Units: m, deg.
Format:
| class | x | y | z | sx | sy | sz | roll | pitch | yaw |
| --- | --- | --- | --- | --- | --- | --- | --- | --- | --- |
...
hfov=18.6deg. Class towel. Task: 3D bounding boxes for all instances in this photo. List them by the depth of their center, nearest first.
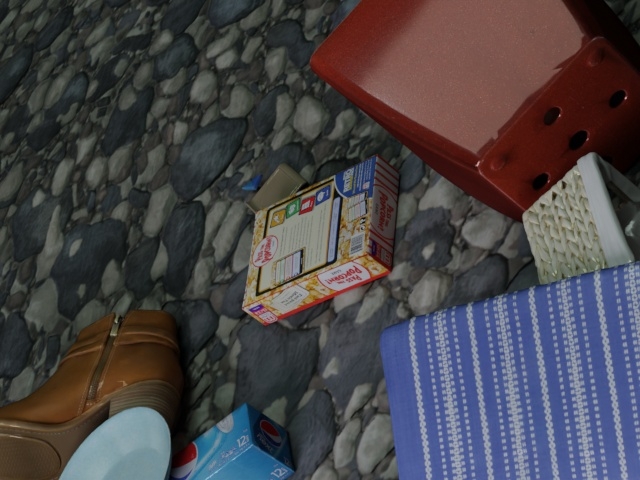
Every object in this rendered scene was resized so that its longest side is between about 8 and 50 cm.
| class | x | y | z | sx | sy | sz | roll | pitch | yaw |
| --- | --- | --- | --- | --- | --- | --- | --- | --- | --- |
| towel | 0.200 | 0.166 | 1.813 | 0.336 | 0.040 | 0.243 | -16 | 76 | 39 |

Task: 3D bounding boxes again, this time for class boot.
| class | x | y | z | sx | sy | sz | roll | pitch | yaw |
| --- | --- | --- | --- | --- | --- | --- | --- | --- | --- |
| boot | -0.303 | 0.174 | 2.336 | 0.283 | 0.109 | 0.220 | -11 | 39 | 9 |

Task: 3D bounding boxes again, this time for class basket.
| class | x | y | z | sx | sy | sz | roll | pitch | yaw |
| --- | --- | --- | --- | --- | --- | --- | --- | --- | --- |
| basket | 0.273 | 0.019 | 1.877 | 0.103 | 0.113 | 0.167 | -38 | 37 | 23 |

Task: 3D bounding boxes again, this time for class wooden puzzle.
| class | x | y | z | sx | sy | sz | roll | pitch | yaw |
| --- | --- | --- | --- | --- | --- | --- | --- | --- | --- |
| wooden puzzle | -0.053 | -0.056 | 2.405 | 0.078 | 0.014 | 0.116 | -43 | 36 | 6 |

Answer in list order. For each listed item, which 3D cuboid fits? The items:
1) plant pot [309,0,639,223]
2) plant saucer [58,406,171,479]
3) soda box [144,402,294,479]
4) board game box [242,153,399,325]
| class | x | y | z | sx | sy | sz | roll | pitch | yaw |
| --- | --- | --- | --- | --- | --- | --- | --- | --- | --- |
| plant pot | 0.203 | -0.164 | 2.014 | 0.267 | 0.267 | 0.236 | -48 | 47 | 7 |
| plant saucer | -0.223 | 0.278 | 2.156 | 0.195 | 0.037 | 0.195 | -31 | 37 | 28 |
| soda box | -0.131 | 0.271 | 2.152 | 0.210 | 0.071 | 0.067 | -38 | 37 | 20 |
| board game box | 0.000 | 0.000 | 2.265 | 0.193 | 0.045 | 0.147 | -23 | 44 | 35 |
